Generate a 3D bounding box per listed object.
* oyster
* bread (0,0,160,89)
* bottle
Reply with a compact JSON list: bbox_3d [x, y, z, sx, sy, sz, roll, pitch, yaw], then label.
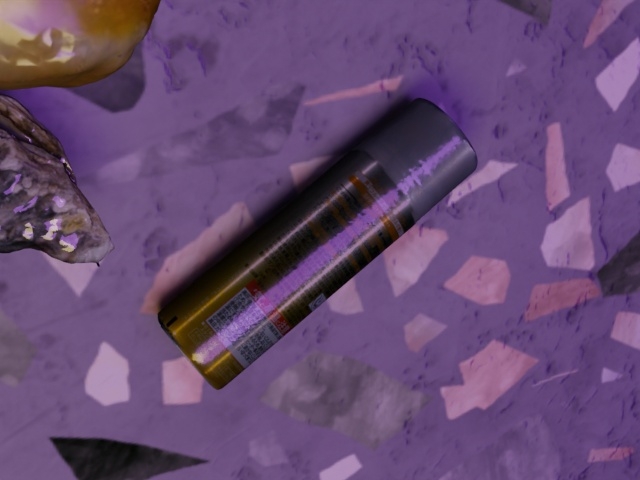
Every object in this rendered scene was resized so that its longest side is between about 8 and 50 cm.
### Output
[{"bbox_3d":[-0.298,-0.044,0.772,0.351,0.162,0.158,11,95,-28],"label":"oyster"},{"bbox_3d":[-0.187,-0.262,0.710,0.301,0.210,0.341,-14,117,-8],"label":"bread"},{"bbox_3d":[0.000,0.000,0.985,0.286,0.082,0.082,-40,123,-5],"label":"bottle"}]
